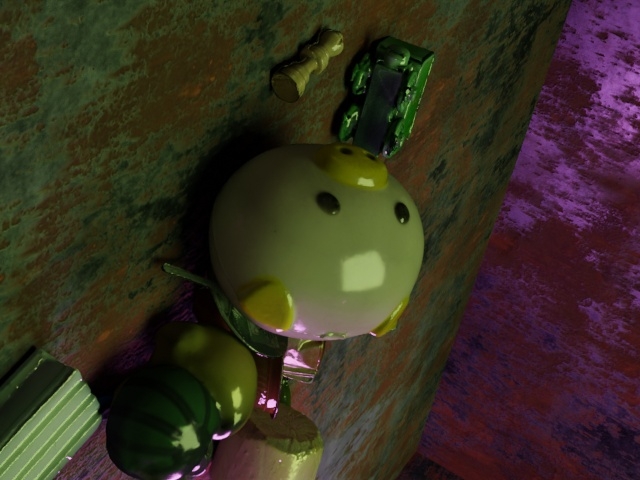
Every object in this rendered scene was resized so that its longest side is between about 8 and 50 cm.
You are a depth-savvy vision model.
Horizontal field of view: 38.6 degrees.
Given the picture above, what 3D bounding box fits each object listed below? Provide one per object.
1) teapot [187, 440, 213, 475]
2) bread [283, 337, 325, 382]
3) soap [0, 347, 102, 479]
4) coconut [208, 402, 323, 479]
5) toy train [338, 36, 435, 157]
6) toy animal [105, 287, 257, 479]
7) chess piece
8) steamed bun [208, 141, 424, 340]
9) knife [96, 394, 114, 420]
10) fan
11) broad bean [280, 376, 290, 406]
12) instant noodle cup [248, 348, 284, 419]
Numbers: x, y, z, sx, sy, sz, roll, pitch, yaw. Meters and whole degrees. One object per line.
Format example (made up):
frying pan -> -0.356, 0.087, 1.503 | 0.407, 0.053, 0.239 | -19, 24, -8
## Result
teapot -> -0.263, 0.406, 1.801 | 0.092, 0.124, 0.091 | 61, 28, -18
bread -> -0.041, 0.164, 1.850 | 0.192, 0.109, 0.210 | -97, -167, -53
soap -> -0.422, 0.285, 1.227 | 0.261, 0.094, 0.150 | -50, 151, -29
coconut -> -0.123, 0.496, 2.008 | 0.239, 0.239, 0.244 | -13, 126, -65
toy train -> 0.131, -0.279, 1.812 | 0.188, 0.132, 0.243 | -44, 154, -60
toy animal -> -0.209, 0.250, 1.502 | 0.338, 0.191, 0.216 | -50, 148, -48
chess piece -> -0.014, -0.301, 1.530 | 0.172, 0.060, 0.060 | -51, 157, -34
steamed bun -> -0.003, 0.003, 1.516 | 0.373, 0.334, 0.334 | 4, 116, -32
knife -> -0.325, 0.262, 1.517 | 0.296, 0.026, 0.044 | -16, 121, -63
fan -> -0.148, 0.068, 1.564 | 0.012, 0.294, 0.223 | -30, -149, 25
broad bean -> -0.097, 0.401, 2.148 | 0.048, 0.070, 0.214 | 150, -54, -79
instant noodle cup -> -0.128, 0.204, 1.754 | 0.274, 0.090, 0.274 | -177, -90, -81
